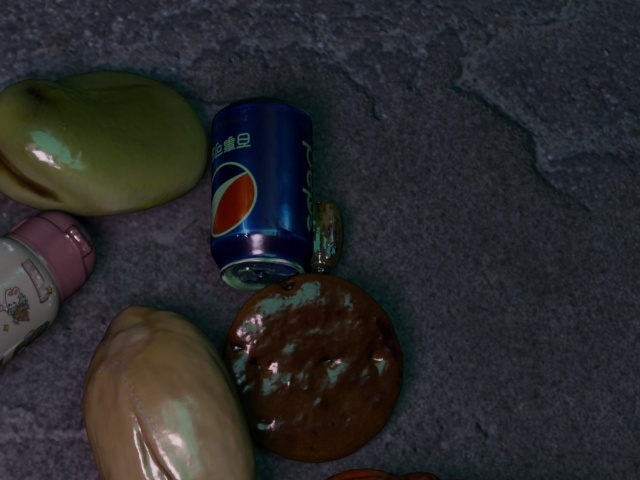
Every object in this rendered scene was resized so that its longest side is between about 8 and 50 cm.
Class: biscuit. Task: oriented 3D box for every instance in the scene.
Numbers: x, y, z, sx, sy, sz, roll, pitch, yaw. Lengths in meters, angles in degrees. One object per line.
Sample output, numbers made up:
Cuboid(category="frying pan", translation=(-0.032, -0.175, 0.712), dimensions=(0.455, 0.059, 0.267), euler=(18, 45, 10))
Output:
Cuboid(category="biscuit", translation=(-0.007, 0.140, 2.002), dimensions=(0.212, 0.036, 0.212), euler=(-1, 92, -18))

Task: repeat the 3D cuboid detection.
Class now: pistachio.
Cuboid(category="pistachio", translation=(-0.153, 0.200, 1.895), dimensions=(0.162, 0.181, 0.293), euler=(-25, 72, 11))

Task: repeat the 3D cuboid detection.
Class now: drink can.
Cuboid(category="drink can", translation=(-0.065, -0.052, 2.052), dimensions=(0.118, 0.118, 0.205), euler=(5, 67, -18))

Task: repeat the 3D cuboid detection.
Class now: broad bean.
Cuboid(category="broad bean", translation=(-0.240, -0.109, 2.007), dimensions=(0.263, 0.121, 0.189), euler=(-10, 57, -27))

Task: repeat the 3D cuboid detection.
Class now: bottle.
Cuboid(category="bottle", translation=(-0.340, 0.065, 1.903), dimensions=(0.120, 0.120, 0.253), euler=(47, 59, 3))

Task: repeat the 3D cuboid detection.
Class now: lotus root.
Cuboid(category="lotus root", translation=(0.000, 0.000, 2.092), dimensions=(0.054, 0.049, 0.099), euler=(1, 68, 2))

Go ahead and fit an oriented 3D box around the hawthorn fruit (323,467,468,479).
Cuboid(category="hawthorn fruit", translation=(0.092, 0.386, 1.859), dimensions=(0.276, 0.276, 0.307), euler=(3, 83, -19))
